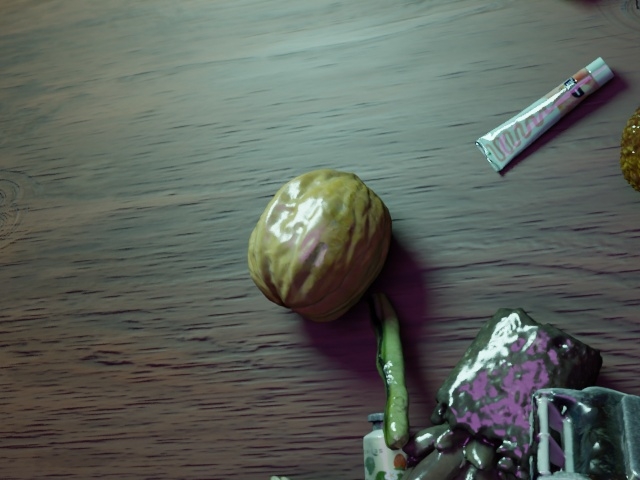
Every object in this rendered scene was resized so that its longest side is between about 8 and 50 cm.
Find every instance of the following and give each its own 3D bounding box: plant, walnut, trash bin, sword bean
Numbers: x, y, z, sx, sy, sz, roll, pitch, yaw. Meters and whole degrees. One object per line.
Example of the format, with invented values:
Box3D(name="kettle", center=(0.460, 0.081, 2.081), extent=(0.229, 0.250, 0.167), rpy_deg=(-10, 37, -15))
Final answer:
Box3D(name="plant", center=(0.218, 0.249, 1.319), extent=(0.181, 0.194, 0.321), rpy_deg=(25, 85, 26))
Box3D(name="walnut", center=(0.000, 0.000, 1.456), extent=(0.213, 0.213, 0.213), rpy_deg=(-4, 78, 19))
Box3D(name="trash bin", center=(0.326, 0.370, 1.159), extent=(0.295, 0.256, 0.368), rpy_deg=(16, 117, 2))
Box3D(name="sword bean", center=(0.090, 0.165, 1.388), extent=(0.043, 0.038, 0.269), rpy_deg=(-39, 32, 26))

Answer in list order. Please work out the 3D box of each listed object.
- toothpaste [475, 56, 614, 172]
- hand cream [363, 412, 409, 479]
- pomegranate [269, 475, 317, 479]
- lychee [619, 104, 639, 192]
Box3D(name="toothpaste", center=(0.312, -0.177, 1.459), extent=(0.205, 0.036, 0.056), rpy_deg=(-38, 71, 13))
Box3D(name="hand cream", center=(0.093, 0.372, 1.411), extent=(0.095, 0.059, 0.276), rpy_deg=(-17, 71, 48))
Box3D(name="pomegranate", center=(-0.028, 0.394, 1.405), extent=(0.180, 0.180, 0.209), rpy_deg=(-52, 33, 4))
Box3D(name="lychee", center=(0.475, -0.123, 1.313), extent=(0.194, 0.194, 0.195), rpy_deg=(-4, 78, 19))
